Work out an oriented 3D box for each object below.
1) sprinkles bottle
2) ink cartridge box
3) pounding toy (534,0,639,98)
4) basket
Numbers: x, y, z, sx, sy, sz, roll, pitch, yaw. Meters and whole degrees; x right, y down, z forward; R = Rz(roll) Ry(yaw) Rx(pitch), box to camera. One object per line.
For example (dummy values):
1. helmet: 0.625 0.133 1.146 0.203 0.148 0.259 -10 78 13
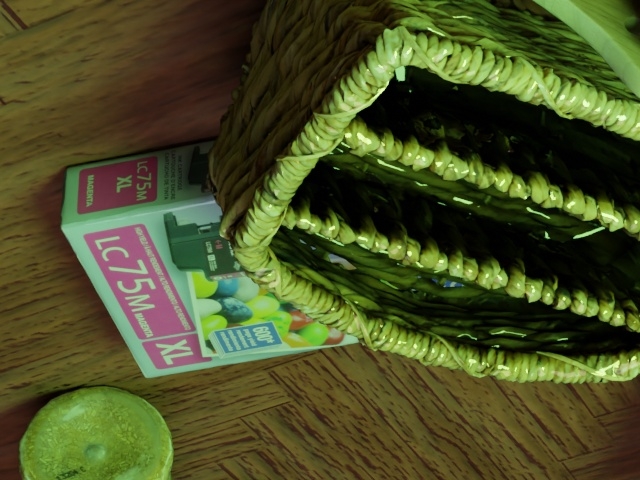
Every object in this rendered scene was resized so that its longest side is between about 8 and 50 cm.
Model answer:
1. sprinkles bottle: -0.176 0.265 1.486 0.121 0.121 0.355 -1 141 -2
2. ink cartridge box: 0.000 0.000 1.209 0.311 0.065 0.186 -12 141 8
3. pounding toy: 0.146 -0.132 0.928 0.269 0.154 0.155 19 135 -1
4. basket: 0.099 -0.014 1.005 0.299 0.223 0.213 18 107 -21
